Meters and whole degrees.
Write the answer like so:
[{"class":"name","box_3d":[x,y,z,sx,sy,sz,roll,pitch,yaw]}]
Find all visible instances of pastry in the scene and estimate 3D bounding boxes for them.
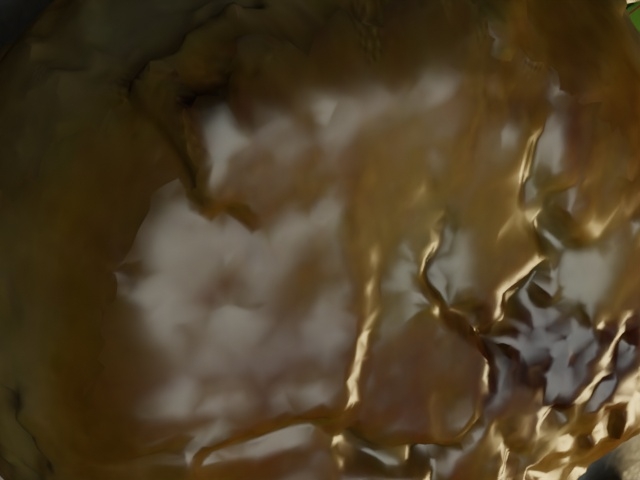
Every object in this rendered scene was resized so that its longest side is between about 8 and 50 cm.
[{"class":"pastry","box_3d":[0.000,0.000,0.700,0.409,0.245,0.410,-10,114,-24]}]

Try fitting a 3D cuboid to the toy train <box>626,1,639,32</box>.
[{"class":"toy train","box_3d":[0.236,-0.157,0.921,0.202,0.060,0.081,-38,121,-18]}]
